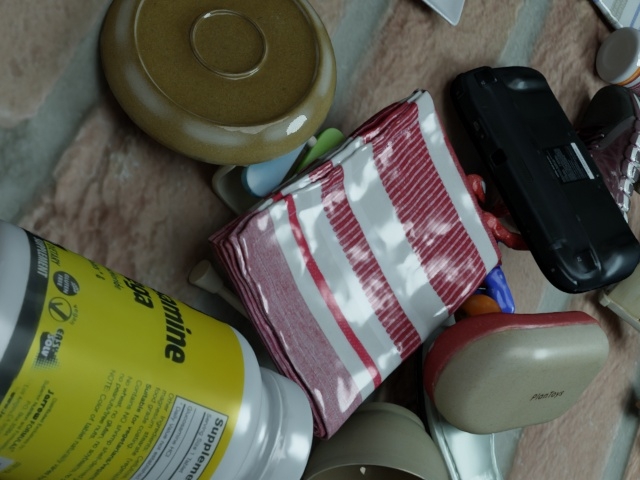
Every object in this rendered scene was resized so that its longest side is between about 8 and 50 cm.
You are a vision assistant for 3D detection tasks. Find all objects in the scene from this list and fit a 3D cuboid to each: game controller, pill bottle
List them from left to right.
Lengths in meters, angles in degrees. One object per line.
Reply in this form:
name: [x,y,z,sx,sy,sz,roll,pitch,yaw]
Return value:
pill bottle: [-0.173,0.128,0.821,0.334,0.188,0.187,30,68,-35]
game controller: [0.283,-0.085,1.225,0.167,0.067,0.319,-8,67,-43]
pill bottle: [0.492,-0.254,1.456,0.152,0.086,0.086,17,76,-30]

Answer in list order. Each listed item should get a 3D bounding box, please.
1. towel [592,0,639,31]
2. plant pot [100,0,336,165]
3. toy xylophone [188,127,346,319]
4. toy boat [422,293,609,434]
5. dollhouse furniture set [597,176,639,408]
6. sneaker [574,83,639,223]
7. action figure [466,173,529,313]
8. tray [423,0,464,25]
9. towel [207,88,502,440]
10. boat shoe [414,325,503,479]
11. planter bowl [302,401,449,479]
towel: [0.502,-0.390,1.520,0.285,0.034,0.209,38,66,-29]
plant pot: [-0.092,-0.186,0.948,0.236,0.032,0.236,7,67,-16]
toy xylophone: [0.000,0.000,1.043,0.323,0.081,0.236,36,65,-31]
toy boat: [0.204,0.121,1.108,0.231,0.151,0.151,2,128,-42]
dollhouse furniture set: [0.516,0.094,1.451,0.355,0.303,0.174,40,21,-1]
sneaker: [0.350,-0.113,1.332,0.163,0.106,0.281,23,66,-25]
action figure: [0.238,0.047,1.231,0.139,0.091,0.280,-18,99,-33]
tray: [0.087,-0.385,1.178,0.270,0.030,0.145,30,68,-34]
towel: [0.057,0.013,1.012,0.329,0.037,0.237,-39,112,-34]
boat shoe: [0.155,0.254,1.144,0.114,0.091,0.302,1,73,-36]
planter bowl: [0.062,0.243,1.042,0.162,0.162,0.109,47,34,-27]
